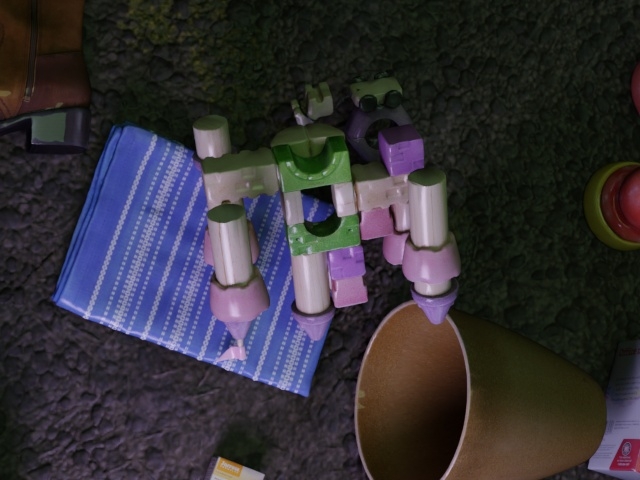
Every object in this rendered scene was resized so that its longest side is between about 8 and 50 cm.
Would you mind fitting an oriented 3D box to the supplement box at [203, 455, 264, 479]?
[{"bbox_3d":[-0.113,0.311,1.757,0.062,0.036,0.098,23,77,-13],"label":"supplement box"}]

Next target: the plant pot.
[{"bbox_3d":[0.209,0.205,1.783,0.254,0.237,0.237,10,79,-29],"label":"plant pot"}]

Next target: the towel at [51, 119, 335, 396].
[{"bbox_3d":[-0.130,0.020,1.792,0.336,0.040,0.243,21,78,-12],"label":"towel"}]

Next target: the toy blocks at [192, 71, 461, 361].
[{"bbox_3d":[0.000,0.000,1.735,0.289,0.309,0.260,-11,122,-6],"label":"toy blocks"}]

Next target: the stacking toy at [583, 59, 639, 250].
[{"bbox_3d":[0.522,-0.109,1.948,0.279,0.130,0.309,23,77,-12],"label":"stacking toy"}]

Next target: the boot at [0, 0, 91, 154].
[{"bbox_3d":[-0.392,-0.247,1.724,0.264,0.096,0.280,0,82,-16],"label":"boot"}]

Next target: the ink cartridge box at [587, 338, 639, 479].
[{"bbox_3d":[0.438,0.222,1.879,0.127,0.128,0.176,18,78,-13],"label":"ink cartridge box"}]
